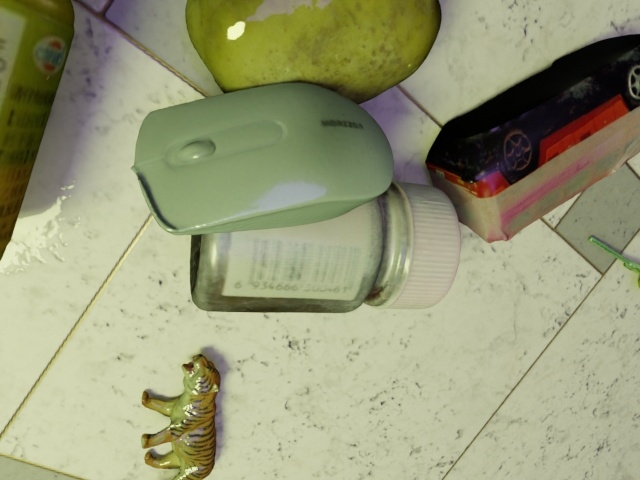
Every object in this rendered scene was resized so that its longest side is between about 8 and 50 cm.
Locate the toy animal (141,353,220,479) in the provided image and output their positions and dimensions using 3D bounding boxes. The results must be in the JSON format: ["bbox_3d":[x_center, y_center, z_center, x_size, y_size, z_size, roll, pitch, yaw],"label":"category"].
[{"bbox_3d":[-0.179,0.261,0.614,0.099,0.057,0.241,-2,108,-17],"label":"toy animal"}]

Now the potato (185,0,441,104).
[{"bbox_3d":[-0.002,-0.215,0.460,0.228,0.148,0.197,-28,130,8],"label":"potato"}]

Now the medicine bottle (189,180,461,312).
[{"bbox_3d":[0.000,0.000,0.527,0.274,0.165,0.165,4,106,-20],"label":"medicine bottle"}]

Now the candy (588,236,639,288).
[{"bbox_3d":[0.510,0.038,0.772,0.194,0.062,0.058,28,142,-15],"label":"candy"}]

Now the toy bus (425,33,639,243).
[{"bbox_3d":[0.286,-0.130,0.598,0.303,0.127,0.147,-30,119,-8],"label":"toy bus"}]

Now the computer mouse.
[{"bbox_3d":[-0.042,-0.076,0.410,0.231,0.079,0.127,-10,67,-21],"label":"computer mouse"}]

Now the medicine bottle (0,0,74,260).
[{"bbox_3d":[-0.307,-0.171,0.338,0.224,0.224,0.384,19,102,-22],"label":"medicine bottle"}]
